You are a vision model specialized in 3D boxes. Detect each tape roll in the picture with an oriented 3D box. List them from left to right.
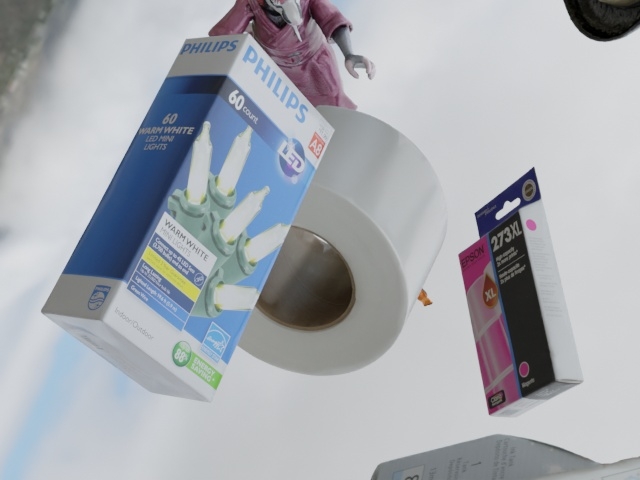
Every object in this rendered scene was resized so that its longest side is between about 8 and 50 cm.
[{"bbox_3d":[0.000,0.000,1.323,0.246,0.246,0.169,-49,-176,36],"label":"tape roll"}]

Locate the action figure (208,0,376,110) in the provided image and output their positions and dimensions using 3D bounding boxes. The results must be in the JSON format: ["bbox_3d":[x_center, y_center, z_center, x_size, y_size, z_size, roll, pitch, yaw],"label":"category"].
[{"bbox_3d":[-0.036,-0.311,1.834,0.370,0.248,0.276,83,10,-63],"label":"action figure"}]

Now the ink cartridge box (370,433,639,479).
[{"bbox_3d":[0.281,0.312,1.218,0.385,0.308,0.091,-20,-153,25],"label":"ink cartridge box"}]

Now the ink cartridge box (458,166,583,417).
[{"bbox_3d":[0.308,0.081,1.962,0.176,0.069,0.371,-42,-133,51],"label":"ink cartridge box"}]

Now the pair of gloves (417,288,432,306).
[{"bbox_3d":[0.147,0.093,2.145,0.083,0.074,0.010,-15,-146,42],"label":"pair of gloves"}]

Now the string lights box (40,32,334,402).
[{"bbox_3d":[-0.098,-0.020,0.971,0.076,0.133,0.260,3,-120,41],"label":"string lights box"}]

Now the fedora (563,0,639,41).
[{"bbox_3d":[0.267,-0.374,1.243,0.334,0.152,0.334,-171,-90,-72],"label":"fedora"}]
